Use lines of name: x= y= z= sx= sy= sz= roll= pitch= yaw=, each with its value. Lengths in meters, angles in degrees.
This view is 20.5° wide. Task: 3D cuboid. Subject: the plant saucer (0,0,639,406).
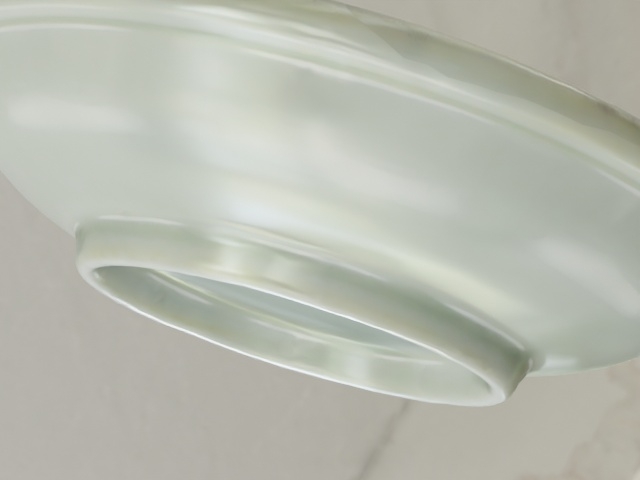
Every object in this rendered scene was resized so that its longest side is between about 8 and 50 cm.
plant saucer: x=0.000 y=0.000 z=0.832 sx=0.400 sy=0.401 sz=0.100 roll=40 pitch=-116 yaw=-62
